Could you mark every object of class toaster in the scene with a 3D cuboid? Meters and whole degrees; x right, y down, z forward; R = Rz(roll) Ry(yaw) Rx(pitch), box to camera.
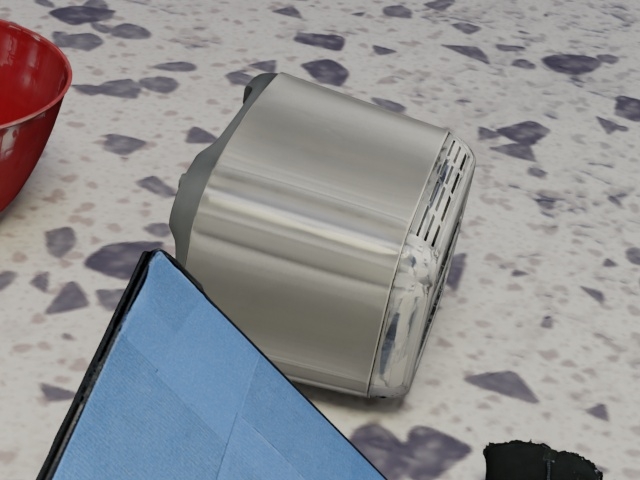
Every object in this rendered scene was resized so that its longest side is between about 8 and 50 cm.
[{"bbox_3d":[0.000,0.000,0.922,0.146,0.129,0.227,15,30,8],"label":"toaster"}]

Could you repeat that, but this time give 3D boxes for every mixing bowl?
[{"bbox_3d":[-0.247,-0.065,1.001,0.181,0.098,0.181,7,31,-4],"label":"mixing bowl"}]

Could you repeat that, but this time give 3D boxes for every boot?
[{"bbox_3d":[0.085,0.133,0.797,0.121,0.045,0.099,19,34,4],"label":"boot"}]

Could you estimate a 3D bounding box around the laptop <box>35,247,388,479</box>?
[{"bbox_3d":[0.118,0.187,0.509,0.408,0.236,0.382,-2,30,10],"label":"laptop"}]
